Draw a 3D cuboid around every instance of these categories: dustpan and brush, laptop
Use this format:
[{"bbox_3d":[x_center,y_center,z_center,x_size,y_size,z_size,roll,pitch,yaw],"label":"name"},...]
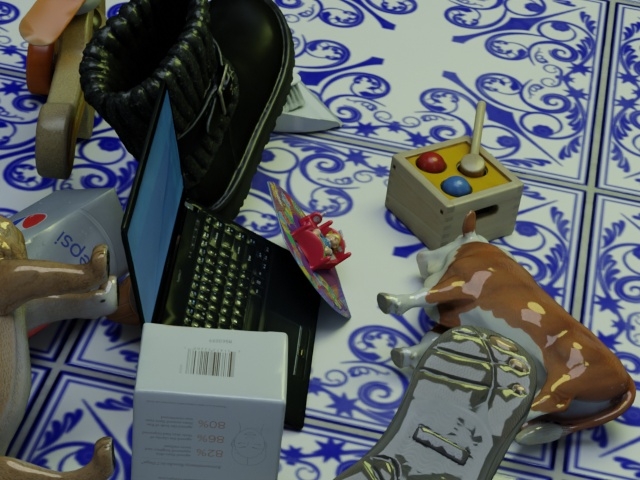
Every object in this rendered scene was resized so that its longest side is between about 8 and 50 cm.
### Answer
[{"bbox_3d":[-0.091,-0.178,1.981,0.211,0.060,0.147,-15,43,-27],"label":"dustpan and brush"},{"bbox_3d":[-0.087,0.013,1.574,0.264,0.136,0.234,28,39,-17],"label":"laptop"}]

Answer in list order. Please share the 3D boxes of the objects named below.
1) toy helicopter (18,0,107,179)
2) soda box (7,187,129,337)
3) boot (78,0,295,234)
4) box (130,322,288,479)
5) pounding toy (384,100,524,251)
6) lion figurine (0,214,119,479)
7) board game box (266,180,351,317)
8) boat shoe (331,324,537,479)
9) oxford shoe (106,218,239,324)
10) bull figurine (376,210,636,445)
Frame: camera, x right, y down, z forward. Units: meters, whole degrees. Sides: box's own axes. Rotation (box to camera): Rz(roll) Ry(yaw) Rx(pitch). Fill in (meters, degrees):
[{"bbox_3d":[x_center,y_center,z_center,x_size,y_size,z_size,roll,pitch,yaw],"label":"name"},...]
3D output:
[{"bbox_3d":[-0.277,-0.203,1.837,0.140,0.235,0.355,6,37,-3],"label":"toy helicopter"},{"bbox_3d":[-0.313,0.045,1.596,0.098,0.091,0.286,0,25,41],"label":"soda box"},{"bbox_3d":[-0.136,-0.205,1.768,0.131,0.260,0.348,-3,53,18],"label":"boot"},{"bbox_3d":[-0.099,0.168,1.429,0.130,0.170,0.091,5,38,-4],"label":"box"},{"bbox_3d":[0.161,-0.073,1.853,0.141,0.100,0.130,-17,44,-29],"label":"pounding toy"},{"bbox_3d":[-0.293,0.125,1.390,0.240,0.142,0.392,-4,73,-2],"label":"lion figurine"},{"bbox_3d":[0.000,0.000,1.708,0.033,0.133,0.169,-32,38,11],"label":"board game box"},{"bbox_3d":[0.078,0.238,1.410,0.132,0.130,0.355,32,62,17],"label":"boat shoe"},{"bbox_3d":[-0.150,0.031,1.694,0.076,0.076,0.212,-18,7,37],"label":"oxford shoe"},{"bbox_3d":[0.174,0.090,1.644,0.188,0.101,0.310,-24,45,-30],"label":"bull figurine"}]
